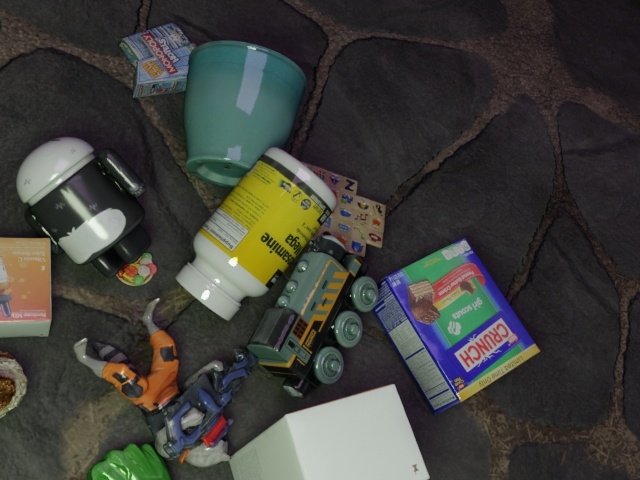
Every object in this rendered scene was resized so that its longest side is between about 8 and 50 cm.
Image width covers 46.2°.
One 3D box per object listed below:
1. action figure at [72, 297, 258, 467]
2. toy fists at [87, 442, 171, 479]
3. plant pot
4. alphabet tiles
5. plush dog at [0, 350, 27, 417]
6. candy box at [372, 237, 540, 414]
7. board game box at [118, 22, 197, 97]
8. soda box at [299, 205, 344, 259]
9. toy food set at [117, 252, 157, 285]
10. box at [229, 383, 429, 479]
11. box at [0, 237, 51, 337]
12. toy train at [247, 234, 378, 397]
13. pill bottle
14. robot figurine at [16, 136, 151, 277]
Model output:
[{"bbox_3d":[-0.272,0.280,1.427,0.330,0.178,0.341,55,27,3],"label":"action figure"},{"bbox_3d":[-0.383,0.461,1.286,0.279,0.096,0.142,-32,90,-35],"label":"toy fists"},{"bbox_3d":[-0.183,-0.259,1.665,0.271,0.271,0.255,14,74,-17],"label":"plant pot"},{"bbox_3d":[0.039,-0.068,1.725,0.237,0.009,0.198,18,57,-16],"label":"alphabet tiles"},{"bbox_3d":[-0.602,0.263,1.240,0.225,0.262,0.210,-16,105,-20],"label":"plush dog"},{"bbox_3d":[0.298,0.190,1.710,0.268,0.122,0.317,-23,77,-32],"label":"candy box"},{"bbox_3d":[-0.381,-0.420,1.769,0.194,0.060,0.194,-30,79,-34],"label":"board game box"},{"bbox_3d":[0.000,0.000,1.714,0.058,0.061,0.181,24,57,-11],"label":"soda box"},{"bbox_3d":[-0.380,0.054,1.542,0.082,0.020,0.083,31,56,-6],"label":"toy food set"},{"bbox_3d":[-0.001,0.402,1.331,0.215,0.345,0.168,-9,69,-28],"label":"box"},{"bbox_3d":[-0.572,0.088,1.398,0.130,0.091,0.170,0,64,-24],"label":"box"},{"bbox_3d":[-0.010,0.149,1.540,0.190,0.142,0.334,46,60,-32],"label":"toy train"},{"bbox_3d":[-0.134,-0.009,1.526,0.188,0.188,0.334,39,85,-1],"label":"pill bottle"},{"bbox_3d":[-0.452,-0.067,1.447,0.209,0.173,0.278,-42,105,-17],"label":"robot figurine"}]
